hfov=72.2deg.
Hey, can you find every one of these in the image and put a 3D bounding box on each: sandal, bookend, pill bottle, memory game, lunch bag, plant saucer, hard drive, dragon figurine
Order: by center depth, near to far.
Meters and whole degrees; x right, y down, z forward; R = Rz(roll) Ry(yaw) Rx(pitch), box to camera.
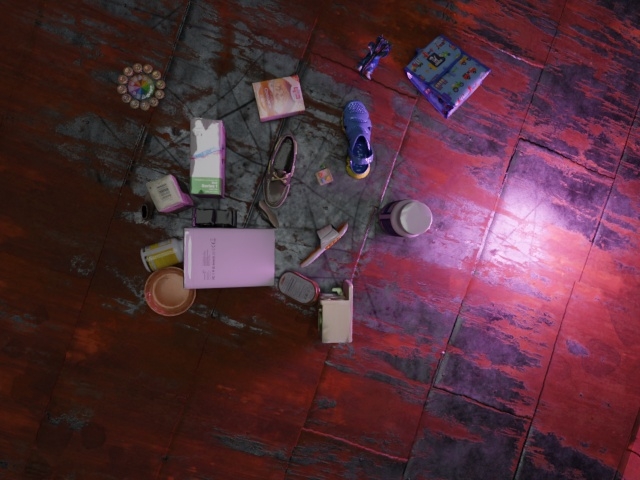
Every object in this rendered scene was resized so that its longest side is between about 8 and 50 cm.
[{"bbox_3d":[-0.411,-0.086,1.714,0.157,0.156,0.072,1,92,-8],"label":"bookend"},{"bbox_3d":[-0.597,0.049,1.719,0.184,0.103,0.103,-19,94,-10],"label":"pill bottle"},{"bbox_3d":[-0.706,-0.606,1.729,0.186,0.012,0.186,0,93,-7],"label":"memory game"},{"bbox_3d":[-0.358,0.068,1.736,0.353,0.047,0.233,0,92,-22],"label":"hard drive"},{"bbox_3d":[0.210,-0.732,1.747,0.085,0.289,0.144,35,126,-5],"label":"dragon figurine"},{"bbox_3d":[0.338,-0.088,1.754,0.153,0.265,0.153,0,93,-7],"label":"pill bottle"},{"bbox_3d":[-0.600,0.202,1.761,0.200,0.037,0.200,0,91,-7],"label":"plant saucer"},{"bbox_3d":[0.159,-0.418,1.785,0.126,0.138,0.317,-9,91,-5],"label":"sandal"},{"bbox_3d":[0.001,0.002,1.797,0.265,0.102,0.076,-42,99,-2],"label":"sandal"},{"bbox_3d":[0.511,-0.704,1.839,0.293,0.138,0.221,44,87,6],"label":"lunch bag"}]

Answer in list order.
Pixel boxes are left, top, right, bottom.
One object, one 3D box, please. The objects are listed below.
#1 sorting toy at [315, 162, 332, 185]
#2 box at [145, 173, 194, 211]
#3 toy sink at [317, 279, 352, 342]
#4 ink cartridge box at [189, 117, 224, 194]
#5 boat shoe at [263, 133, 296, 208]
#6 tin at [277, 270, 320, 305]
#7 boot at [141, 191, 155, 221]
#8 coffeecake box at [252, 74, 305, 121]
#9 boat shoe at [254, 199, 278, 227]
[{"bbox_3d":[0.010,-0.278,1.832,0.062,0.012,0.083,-23,95,-5],"label":"sorting toy"},{"bbox_3d":[-0.552,-0.166,1.632,0.094,0.275,0.113,-23,96,-6],"label":"box"},{"bbox_3d":[0.053,0.283,1.789,0.131,0.153,0.234,1,93,-7],"label":"toy sink"},{"bbox_3d":[-0.428,-0.307,1.680,0.117,0.201,0.278,1,91,-8],"label":"ink cartridge box"},{"bbox_3d":[-0.164,-0.281,1.770,0.109,0.091,0.305,13,90,-7],"label":"boat shoe"},{"bbox_3d":[-0.090,0.192,1.775,0.190,0.040,0.106,24,85,28],"label":"tin"},{"bbox_3d":[-0.677,-0.134,1.713,0.042,0.087,0.118,-5,92,-5],"label":"boot"},{"bbox_3d":[-0.168,-0.572,1.770,0.186,0.068,0.142,-13,93,-7],"label":"coffeecake box"},{"bbox_3d":[-0.220,-0.102,1.797,0.042,0.049,0.133,-29,107,28],"label":"boat shoe"}]
